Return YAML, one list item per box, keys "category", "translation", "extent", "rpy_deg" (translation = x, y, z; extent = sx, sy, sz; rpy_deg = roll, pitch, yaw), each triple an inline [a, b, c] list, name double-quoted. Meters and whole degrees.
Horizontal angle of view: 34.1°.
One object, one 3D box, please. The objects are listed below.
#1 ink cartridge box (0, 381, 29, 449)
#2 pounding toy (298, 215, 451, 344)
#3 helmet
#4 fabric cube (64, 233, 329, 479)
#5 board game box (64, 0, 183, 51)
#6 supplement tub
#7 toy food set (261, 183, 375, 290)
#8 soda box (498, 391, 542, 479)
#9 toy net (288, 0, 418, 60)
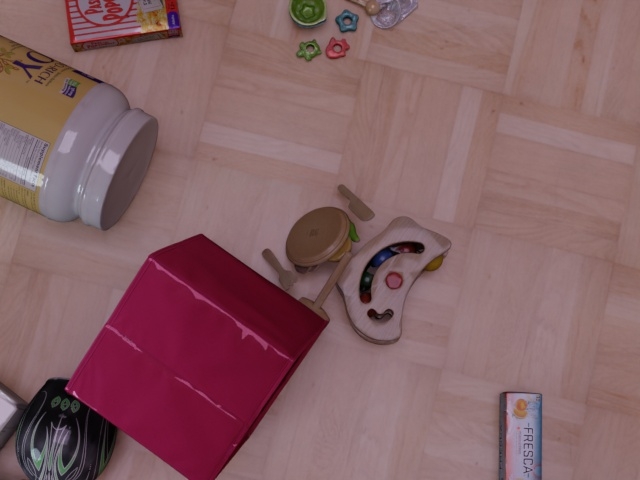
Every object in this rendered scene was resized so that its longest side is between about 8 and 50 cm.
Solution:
- category: "ink cartridge box"
  translation: [-0.629, 0.317, 1.658]
  extent: [0.207, 0.117, 0.283]
  rpy_deg: [37, 81, 5]
- category: "pounding toy"
  translation: [0.103, 0.078, 1.706]
  extent: [0.269, 0.155, 0.154]
  rpy_deg: [-40, 81, -6]
- category: "helmet"
  translation: [-0.403, 0.314, 1.653]
  extent: [0.170, 0.169, 0.161]
  rpy_deg: [14, 63, 1]
- category: "fabric cube"
  translation: [-0.181, 0.175, 1.599]
  extent: [0.258, 0.254, 0.259]
  rpy_deg: [35, 102, 4]
- category: "board game box"
  translation: [-0.349, -0.419, 1.835]
  extent: [0.194, 0.045, 0.146]
  rpy_deg: [-10, 80, -3]
- category: "supplement tub"
  translation: [-0.456, -0.174, 1.690]
  extent: [0.331, 0.241, 0.241]
  rpy_deg: [24, 80, 2]
- category: "toy food set"
  translation: [0.000, 0.000, 1.754]
  extent: [0.192, 0.038, 0.132]
  rpy_deg: [-40, 41, 0]
- category: "soda box"
  translation: [0.328, 0.341, 1.715]
  extent: [0.063, 0.058, 0.183]
  rpy_deg: [3, 81, -1]
- category: "toy net"
  translation: [0.063, -0.393, 1.844]
  extent: [0.232, 0.045, 0.122]
  rpy_deg: [-11, 80, -4]
